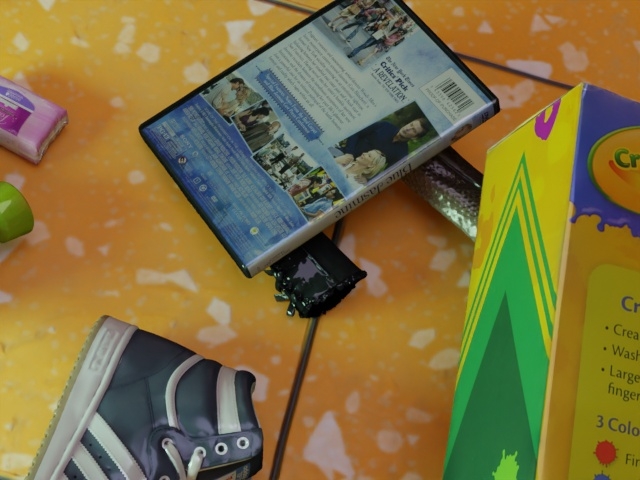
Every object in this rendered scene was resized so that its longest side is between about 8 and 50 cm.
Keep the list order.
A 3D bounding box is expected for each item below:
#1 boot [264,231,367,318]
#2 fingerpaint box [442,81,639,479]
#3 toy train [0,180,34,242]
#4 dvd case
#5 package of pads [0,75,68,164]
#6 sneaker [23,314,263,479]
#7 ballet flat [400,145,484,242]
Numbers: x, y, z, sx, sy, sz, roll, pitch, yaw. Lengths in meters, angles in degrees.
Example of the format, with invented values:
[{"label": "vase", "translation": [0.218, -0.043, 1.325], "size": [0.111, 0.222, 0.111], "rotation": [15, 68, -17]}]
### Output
[{"label": "boot", "translation": [0.000, 0.000, 1.165], "size": [0.121, 0.045, 0.099], "rotation": [-35, 70, -17]}, {"label": "fingerpaint box", "translation": [0.322, 0.138, 1.010], "size": [0.444, 0.163, 0.371], "rotation": [15, 70, -15]}, {"label": "toy train", "translation": [-0.279, 0.006, 1.088], "size": [0.248, 0.105, 0.143], "rotation": [46, 51, 15]}, {"label": "dvd case", "translation": [-0.004, -0.101, 1.177], "size": [0.253, 0.022, 0.180], "rotation": [-34, 59, -9]}, {"label": "package of pads", "translation": [-0.258, -0.103, 1.180], "size": [0.083, 0.032, 0.050], "rotation": [28, 60, 5]}, {"label": "sneaker", "translation": [-0.131, 0.193, 1.007], "size": [0.153, 0.099, 0.282], "rotation": [17, 58, 1]}, {"label": "ballet flat", "translation": [0.125, -0.025, 1.198], "size": [0.250, 0.058, 0.084], "rotation": [45, 22, 9]}]
